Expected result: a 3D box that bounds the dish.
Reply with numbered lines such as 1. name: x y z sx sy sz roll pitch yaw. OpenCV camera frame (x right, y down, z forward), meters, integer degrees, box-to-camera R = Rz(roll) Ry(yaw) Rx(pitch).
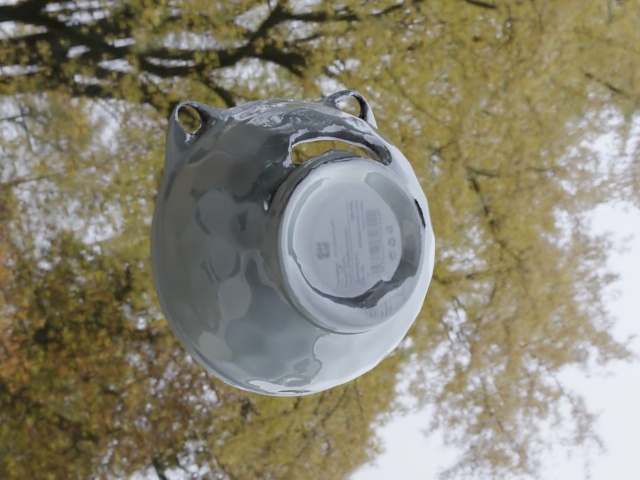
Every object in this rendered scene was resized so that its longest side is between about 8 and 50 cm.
1. dish: 0.000 0.000 0.759 0.120 0.303 0.303 -2 -76 60
